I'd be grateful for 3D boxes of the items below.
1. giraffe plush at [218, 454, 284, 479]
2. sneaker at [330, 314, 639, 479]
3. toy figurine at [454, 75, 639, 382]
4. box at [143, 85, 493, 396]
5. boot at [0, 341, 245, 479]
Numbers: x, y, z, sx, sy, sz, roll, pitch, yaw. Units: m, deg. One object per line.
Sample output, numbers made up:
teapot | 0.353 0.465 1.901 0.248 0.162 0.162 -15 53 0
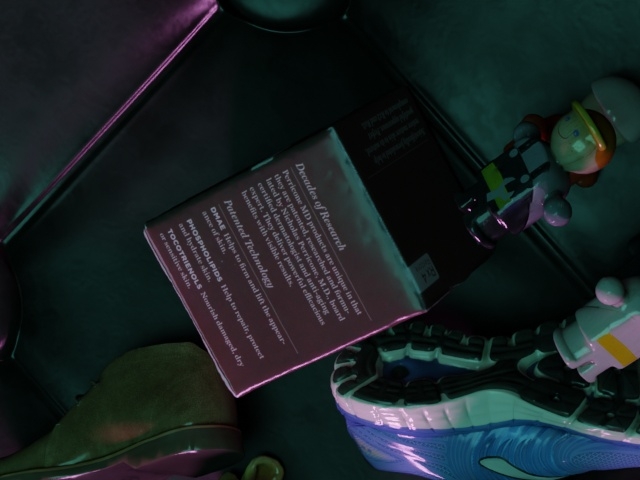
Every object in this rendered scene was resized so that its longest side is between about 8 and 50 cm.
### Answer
giraffe plush | -0.060 0.291 1.806 0.170 0.181 0.210 61 154 8
sneaker | 0.179 0.151 1.670 0.330 0.129 0.147 3 135 14
toy figurine | 0.224 -0.014 1.536 0.148 0.209 0.213 -36 87 18
box | 0.000 0.000 1.661 0.203 0.168 0.167 -27 93 28
boot | -0.199 0.178 1.866 0.305 0.112 0.115 -19 67 32
